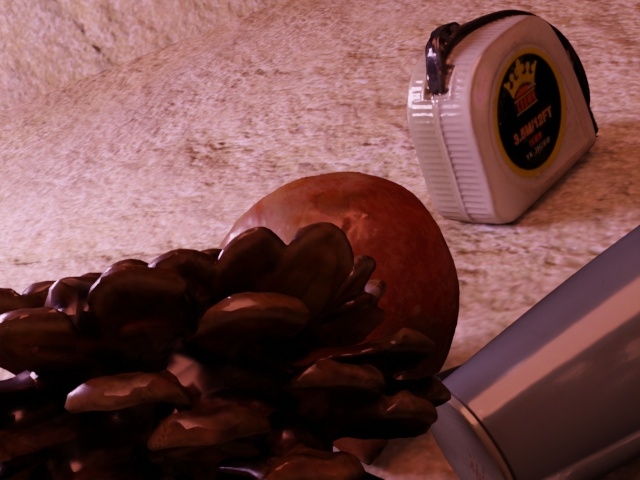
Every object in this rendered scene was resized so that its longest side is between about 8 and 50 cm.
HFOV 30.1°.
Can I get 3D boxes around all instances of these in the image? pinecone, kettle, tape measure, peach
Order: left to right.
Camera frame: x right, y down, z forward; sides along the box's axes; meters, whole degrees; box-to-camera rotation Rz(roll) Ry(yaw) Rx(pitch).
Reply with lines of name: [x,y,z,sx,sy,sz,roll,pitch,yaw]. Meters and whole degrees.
pinecone: [-0.081,0.187,0.772,0.384,0.384,0.384,-14,24,6]
peach: [0.018,0.072,1.065,0.232,0.256,0.232,-20,-19,-7]
tape measure: [0.215,-0.171,1.424,0.133,0.231,0.271,6,33,45]
kettle: [0.224,0.127,0.922,0.243,0.160,0.210,-31,56,-16]
